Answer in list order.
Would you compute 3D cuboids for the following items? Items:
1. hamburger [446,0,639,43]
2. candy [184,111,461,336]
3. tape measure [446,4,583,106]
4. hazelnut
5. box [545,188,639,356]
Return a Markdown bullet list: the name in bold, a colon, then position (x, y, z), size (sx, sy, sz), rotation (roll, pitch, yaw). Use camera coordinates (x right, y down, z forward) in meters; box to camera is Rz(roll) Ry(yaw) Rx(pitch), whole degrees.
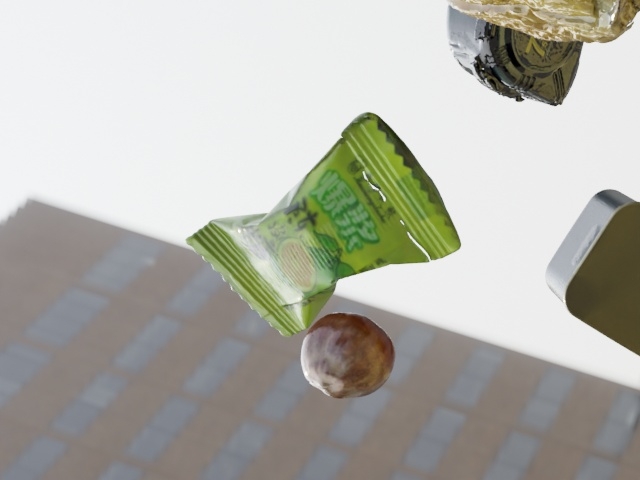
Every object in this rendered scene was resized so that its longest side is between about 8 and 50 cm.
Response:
- **hamburger**: position (0.161, -0.281, 1.710), size (0.145, 0.259, 0.283), rotation (-67, -25, -16)
- **candy**: position (0.000, 0.000, 1.818), size (0.246, 0.149, 0.069), rotation (-32, 8, 39)
- **tape measure**: position (0.234, -0.267, 2.332), size (0.186, 0.112, 0.199), rotation (19, -89, -44)
- **hazelnut**: position (0.025, 0.107, 1.798), size (0.086, 0.086, 0.086), rotation (17, -90, -74)
- **box**: position (0.355, 0.045, 2.165), size (0.144, 0.201, 0.090), rotation (-59, 20, 6)
